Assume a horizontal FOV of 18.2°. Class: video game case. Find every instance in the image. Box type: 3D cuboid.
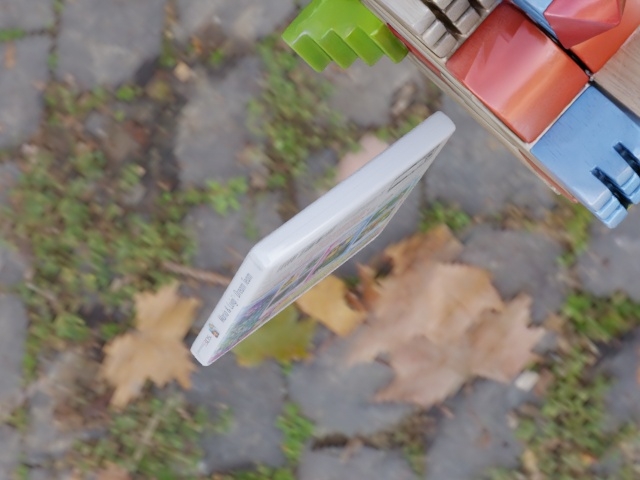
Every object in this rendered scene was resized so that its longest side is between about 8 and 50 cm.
[{"bbox_3d":[0.000,0.000,1.175,0.157,0.143,0.019,-37,80,-30],"label":"video game case"}]

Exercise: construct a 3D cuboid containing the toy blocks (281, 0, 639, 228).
[{"bbox_3d":[0.122,-0.111,1.123,0.191,0.381,0.261,-47,63,3],"label":"toy blocks"}]
